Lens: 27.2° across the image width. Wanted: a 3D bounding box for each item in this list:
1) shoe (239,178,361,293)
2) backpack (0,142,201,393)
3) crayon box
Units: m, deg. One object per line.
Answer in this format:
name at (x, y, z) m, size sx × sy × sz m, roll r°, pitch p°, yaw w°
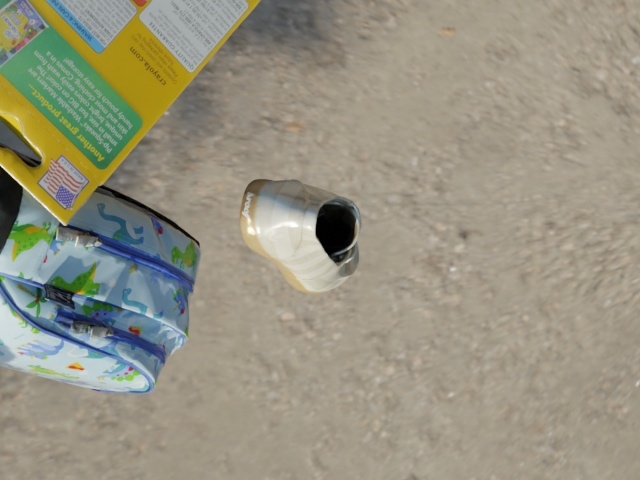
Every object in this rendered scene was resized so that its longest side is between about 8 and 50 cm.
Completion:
shoe at (0.000, 0.000, 1.056) m, size 0.058 × 0.219 × 0.076 m, roll 1°, pitch 81°, yaw 18°
backpack at (-0.298, 0.034, 1.426) m, size 0.290 × 0.355 × 0.273 m, roll -11°, pitch 80°, yaw 39°
crayon box at (-0.228, -0.197, 1.270) m, size 0.203 × 0.083 × 0.323 m, roll 46°, pitch 66°, yaw -22°
